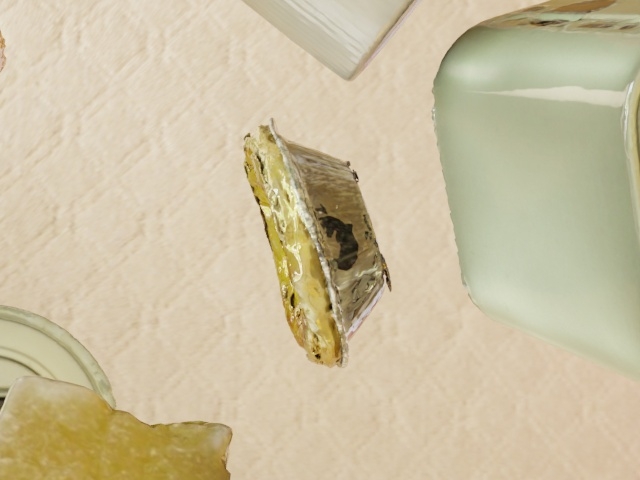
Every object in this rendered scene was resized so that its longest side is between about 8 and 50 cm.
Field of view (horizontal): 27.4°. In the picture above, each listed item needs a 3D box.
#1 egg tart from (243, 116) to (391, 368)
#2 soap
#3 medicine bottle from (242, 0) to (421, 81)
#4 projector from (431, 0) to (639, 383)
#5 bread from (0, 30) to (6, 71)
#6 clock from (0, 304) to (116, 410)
[{"bbox_3d":[0.000,0.000,1.160,0.094,0.234,0.234,-15,90,-4],"label":"egg tart"},{"bbox_3d":[-0.129,0.214,0.520,0.091,0.315,0.199,21,48,-6],"label":"soap"},{"bbox_3d":[-0.070,-0.306,0.963,0.384,0.224,0.224,39,71,-2],"label":"medicine bottle"},{"bbox_3d":[0.251,-0.049,0.920,0.249,0.249,0.248,-18,106,-20],"label":"projector"},{"bbox_3d":[-0.598,-0.212,1.658,0.361,0.250,0.394,35,57,-9],"label":"bread"},{"bbox_3d":[-0.276,0.164,1.070,0.236,0.053,0.236,4,76,-16],"label":"clock"}]
